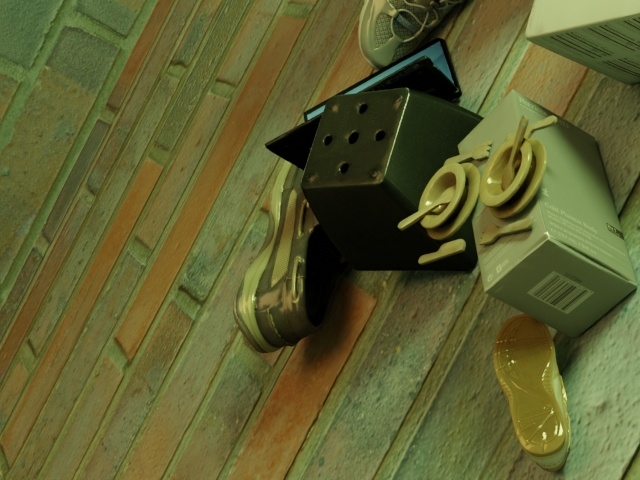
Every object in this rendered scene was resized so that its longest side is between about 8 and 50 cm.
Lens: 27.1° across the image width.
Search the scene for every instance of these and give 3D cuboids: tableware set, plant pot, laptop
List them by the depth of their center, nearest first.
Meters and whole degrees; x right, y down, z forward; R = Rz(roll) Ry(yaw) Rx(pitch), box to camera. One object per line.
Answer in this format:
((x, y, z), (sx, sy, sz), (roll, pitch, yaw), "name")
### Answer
((0.153, -0.056, 1.330), (0.194, 0.039, 0.128), (-22, 47, 58), "tableware set")
((0.088, -0.083, 1.578), (0.188, 0.167, 0.188), (0, 63, 41), "plant pot")
((0.053, -0.200, 1.764), (0.234, 0.264, 0.136), (-29, 72, 15), "laptop")

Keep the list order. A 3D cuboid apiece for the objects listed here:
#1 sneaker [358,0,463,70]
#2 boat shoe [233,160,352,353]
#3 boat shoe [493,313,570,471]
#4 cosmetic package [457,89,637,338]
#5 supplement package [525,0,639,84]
((0.151, -0.359, 1.869), (0.281, 0.105, 0.115), (-56, 24, 14), "sneaker")
((0.000, 0.000, 1.824), (0.130, 0.132, 0.355), (-5, 53, 33), "boat shoe")
((0.207, 0.149, 1.292), (0.063, 0.059, 0.170), (-12, 46, 12), "boat shoe")
((0.227, -0.031, 1.358), (0.107, 0.127, 0.238), (-46, 31, 35), "cosmetic package")
((0.339, -0.278, 1.325), (0.203, 0.149, 0.194), (0, 74, 64), "supplement package")
